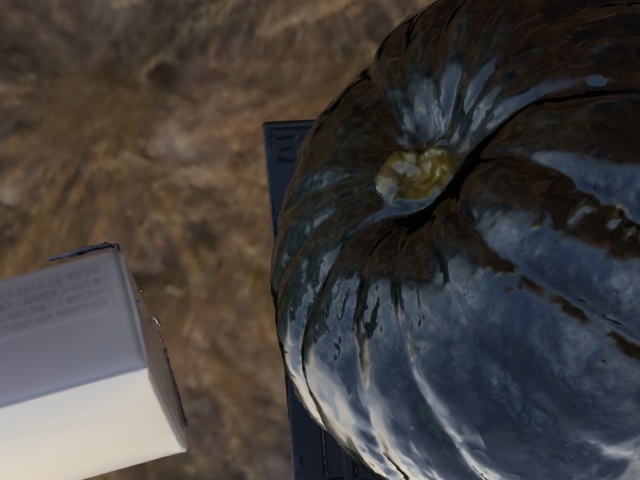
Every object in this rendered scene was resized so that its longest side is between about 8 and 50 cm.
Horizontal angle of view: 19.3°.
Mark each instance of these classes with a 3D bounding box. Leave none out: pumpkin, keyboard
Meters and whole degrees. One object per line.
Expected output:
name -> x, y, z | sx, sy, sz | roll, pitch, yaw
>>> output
pumpkin -> 0.084, 0.002, 0.716 | 0.220, 0.221, 0.162 | -18, 146, 41
keyboard -> 0.004, -0.004, 1.355 | 0.103, 0.041, 0.381 | -1, 105, 21

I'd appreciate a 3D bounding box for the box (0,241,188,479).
box -> -0.236, 0.113, 1.367 | 0.251, 0.106, 0.203 | -14, 158, -2
